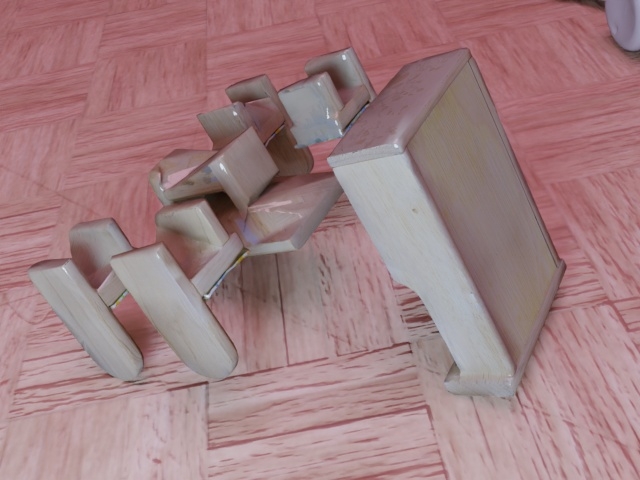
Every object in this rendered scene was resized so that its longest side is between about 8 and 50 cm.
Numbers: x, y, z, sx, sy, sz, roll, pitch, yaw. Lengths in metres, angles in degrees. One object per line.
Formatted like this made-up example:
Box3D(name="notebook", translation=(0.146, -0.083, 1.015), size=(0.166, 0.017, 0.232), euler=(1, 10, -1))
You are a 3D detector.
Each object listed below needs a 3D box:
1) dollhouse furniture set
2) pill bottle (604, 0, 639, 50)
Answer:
Box3D(name="dollhouse furniture set", translation=(0.000, 0.000, 0.800), size=(0.394, 0.256, 0.362), euler=(-8, 33, 40))
Box3D(name="pill bottle", translation=(0.519, -0.343, 1.104), size=(0.215, 0.117, 0.117), euler=(-14, 39, -2))
